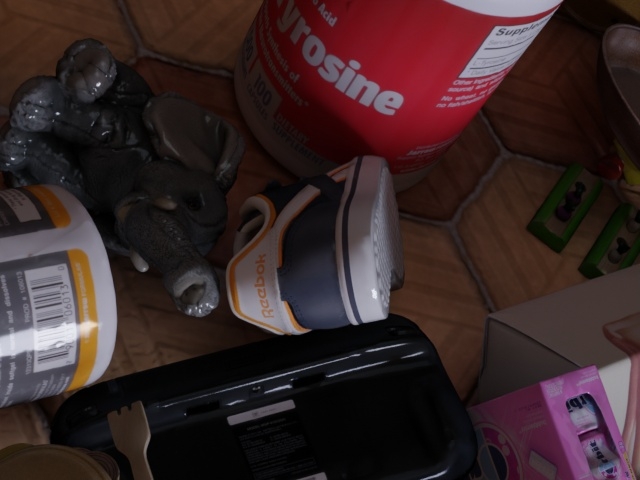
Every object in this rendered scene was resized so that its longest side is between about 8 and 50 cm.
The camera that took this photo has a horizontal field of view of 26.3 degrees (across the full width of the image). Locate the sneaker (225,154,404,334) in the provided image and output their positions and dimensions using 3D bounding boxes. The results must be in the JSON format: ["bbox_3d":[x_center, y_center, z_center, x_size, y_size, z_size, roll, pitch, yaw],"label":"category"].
[{"bbox_3d":[0.000,0.000,1.143,0.128,0.321,0.126,-8,96,9],"label":"sneaker"}]

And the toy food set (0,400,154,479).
[{"bbox_3d":[-0.197,0.203,0.973,0.192,0.038,0.132,-20,66,4],"label":"toy food set"}]

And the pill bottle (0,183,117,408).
[{"bbox_3d":[-0.301,0.056,0.979,0.279,0.162,0.162,-12,64,-32],"label":"pill bottle"}]

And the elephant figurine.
[{"bbox_3d":[-0.140,-0.041,1.133,0.239,0.169,0.186,36,64,9],"label":"elephant figurine"}]

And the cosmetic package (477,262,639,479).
[{"bbox_3d":[0.291,0.116,1.209,0.296,0.153,0.129,-16,29,-32],"label":"cosmetic package"}]

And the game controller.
[{"bbox_3d":[-0.041,0.153,1.054,0.319,0.067,0.166,-14,59,-16],"label":"game controller"}]

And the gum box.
[{"bbox_3d":[0.164,0.174,1.091,0.062,0.188,0.107,-13,79,-34],"label":"gum box"}]

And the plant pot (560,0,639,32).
[{"bbox_3d":[0.368,-0.371,1.582,0.237,0.237,0.254,31,64,-4],"label":"plant pot"}]

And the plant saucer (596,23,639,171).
[{"bbox_3d":[0.401,-0.102,1.458,0.311,0.050,0.310,28,36,-23],"label":"plant saucer"}]

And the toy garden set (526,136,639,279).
[{"bbox_3d":[0.360,-0.008,1.419,0.244,0.049,0.204,38,50,3],"label":"toy garden set"}]

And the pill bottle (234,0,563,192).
[{"bbox_3d":[0.090,-0.236,1.211,0.229,0.407,0.229,13,53,-18],"label":"pill bottle"}]
